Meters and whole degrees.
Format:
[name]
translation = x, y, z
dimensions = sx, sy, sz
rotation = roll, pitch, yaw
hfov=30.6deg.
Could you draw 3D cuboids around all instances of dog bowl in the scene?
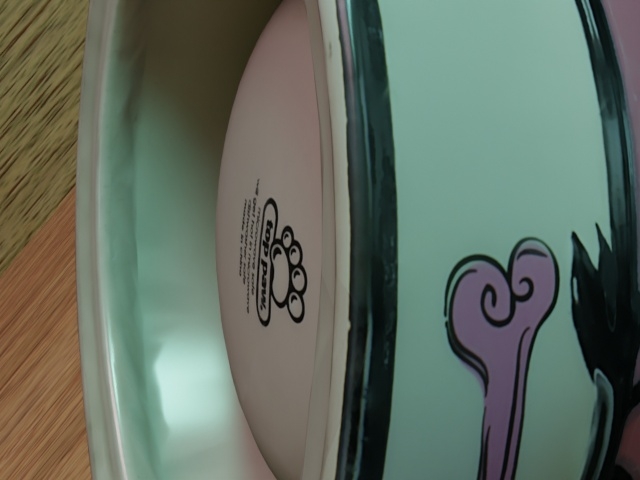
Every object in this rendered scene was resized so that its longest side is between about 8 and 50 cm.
[dog bowl]
translation = 0.000, 0.000, 0.515
dimensions = 0.408, 0.150, 0.408
rotation = 180, 90, -68
